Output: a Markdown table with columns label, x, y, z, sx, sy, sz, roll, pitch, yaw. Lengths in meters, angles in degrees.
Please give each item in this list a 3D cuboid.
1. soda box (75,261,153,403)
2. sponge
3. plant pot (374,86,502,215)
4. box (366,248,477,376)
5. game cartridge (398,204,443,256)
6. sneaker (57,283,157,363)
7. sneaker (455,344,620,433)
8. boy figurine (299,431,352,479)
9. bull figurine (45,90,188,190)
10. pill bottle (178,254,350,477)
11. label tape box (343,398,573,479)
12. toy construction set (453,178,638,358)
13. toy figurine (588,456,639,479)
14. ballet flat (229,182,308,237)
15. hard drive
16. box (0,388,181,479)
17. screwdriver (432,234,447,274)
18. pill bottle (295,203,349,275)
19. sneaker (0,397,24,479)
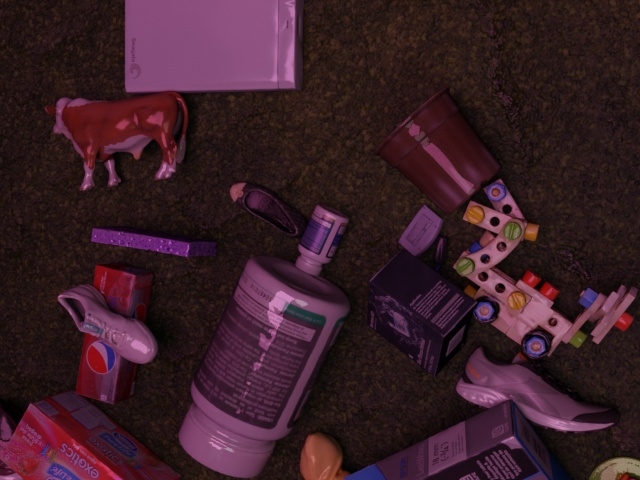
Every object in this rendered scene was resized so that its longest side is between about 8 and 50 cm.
| label | x | y | z | sx | sy | sz | roll | pitch | yaw |
| --- | --- | --- | --- | --- | --- | --- | --- | --- | --- |
| soda box | -0.404 | 0.180 | 1.825 | 0.092 | 0.083 | 0.263 | 13 | 96 | 18 |
| sponge | -0.315 | 0.001 | 1.767 | 0.210 | 0.117 | 0.031 | 9 | 94 | 19 |
| plant pot | 0.206 | -0.141 | 1.563 | 0.167 | 0.167 | 0.165 | -42 | 87 | 16 |
| box | 0.166 | 0.123 | 1.565 | 0.158 | 0.156 | 0.093 | 37 | 64 | 22 |
| game cartridge | 0.180 | -0.015 | 1.638 | 0.083 | 0.017 | 0.056 | -55 | 50 | 14 |
| sneaker | -0.404 | 0.163 | 1.730 | 0.212 | 0.094 | 0.080 | 34 | 101 | 14 |
| sneaker | 0.366 | 0.252 | 1.553 | 0.272 | 0.100 | 0.108 | 15 | 92 | 18 |
| boy figurine | 0.021 | 0.490 | 1.688 | 0.177 | 0.092 | 0.285 | -23 | 84 | 19 |
| bull figurine | -0.396 | -0.200 | 1.797 | 0.310 | 0.101 | 0.188 | -6 | 94 | 22 |
| pill bottle | -0.108 | 0.226 | 1.660 | 0.204 | 0.204 | 0.361 | 28 | 101 | 16 |
| label tape box | 0.237 | 0.440 | 1.543 | 0.334 | 0.106 | 0.240 | -31 | 111 | 21 |
| toy construction set | 0.355 | 0.068 | 1.530 | 0.328 | 0.151 | 0.215 | 39 | 104 | 25 |
| toy figurine | 0.476 | 0.448 | 1.490 | 0.130 | 0.159 | 0.173 | 39 | 105 | 14 |
| ballet flat | -0.097 | -0.060 | 1.723 | 0.173 | 0.049 | 0.057 | 30 | 101 | 16 |
| hard drive | -0.204 | -0.397 | 1.747 | 0.353 | 0.047 | 0.233 | 2 | 93 | 20 |
| box | -0.449 | 0.444 | 1.818 | 0.300 | 0.154 | 0.142 | 35 | 103 | 13 |
| screwdriver | 0.205 | 0.074 | 1.640 | 0.025 | 0.024 | 0.169 | 12 | 99 | 47 |
| pill bottle | 0.000 | 0.000 | 1.683 | 0.067 | 0.067 | 0.120 | 28 | 101 | 16 |
| sneaker | -0.717 | 0.405 | 1.946 | 0.281 | 0.106 | 0.162 | 8 | 90 | 8 |
